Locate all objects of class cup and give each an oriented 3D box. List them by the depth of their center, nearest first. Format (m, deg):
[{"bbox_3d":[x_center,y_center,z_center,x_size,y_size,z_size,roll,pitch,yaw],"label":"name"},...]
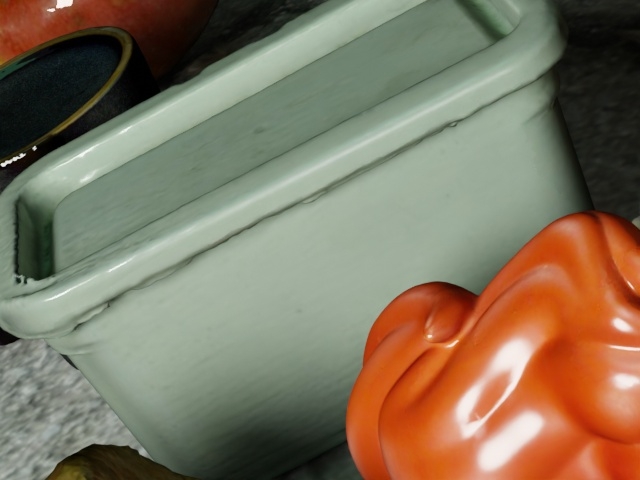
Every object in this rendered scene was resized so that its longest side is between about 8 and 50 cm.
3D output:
[{"bbox_3d":[-0.180,-0.024,0.948,0.239,0.177,0.166,2,43,42],"label":"cup"}]

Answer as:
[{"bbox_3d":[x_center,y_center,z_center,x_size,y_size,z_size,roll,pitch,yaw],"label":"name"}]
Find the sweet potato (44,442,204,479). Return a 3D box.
[{"bbox_3d":[-0.138,0.205,0.600,0.369,0.158,0.158,-37,30,4],"label":"sweet potato"}]

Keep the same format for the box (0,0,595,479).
[{"bbox_3d":[0.000,0.000,0.753,0.312,0.182,0.175,-27,29,2],"label":"box"}]

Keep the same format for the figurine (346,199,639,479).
[{"bbox_3d":[0.142,0.034,0.590,0.257,0.181,0.208,-43,50,-13],"label":"figurine"}]

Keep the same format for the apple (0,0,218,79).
[{"bbox_3d":[-0.255,-0.282,1.244,0.364,0.364,0.364,-21,31,13],"label":"apple"}]
